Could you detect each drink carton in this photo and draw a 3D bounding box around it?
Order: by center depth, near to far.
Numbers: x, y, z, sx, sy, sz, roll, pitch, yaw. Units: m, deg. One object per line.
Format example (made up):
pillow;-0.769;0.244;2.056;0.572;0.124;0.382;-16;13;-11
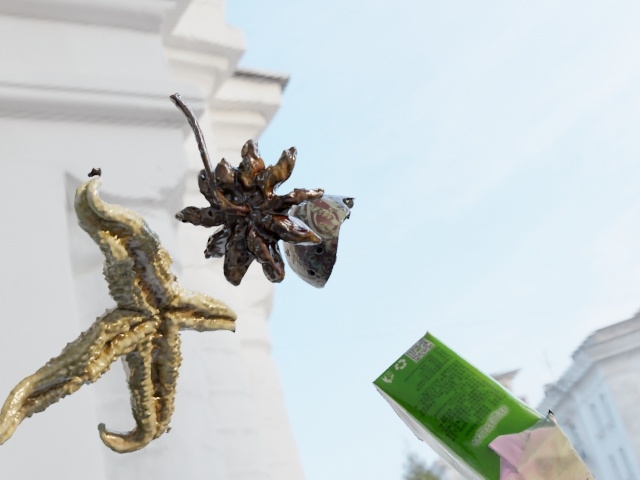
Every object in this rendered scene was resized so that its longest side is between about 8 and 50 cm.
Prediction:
drink carton;0.197;0.232;1.238;0.108;0.271;0.161;-45;-52;-8

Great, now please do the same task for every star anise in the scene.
star anise;-0.107;-0.047;1.159;0.177;0.234;0.073;-67;-21;9

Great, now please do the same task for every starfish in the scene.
starfish;-0.263;0.126;1.265;0.324;0.082;0.432;-52;-26;-5

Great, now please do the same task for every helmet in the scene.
helmet;-0.013;-0.008;1.712;0.107;0.177;0.153;20;-63;1
